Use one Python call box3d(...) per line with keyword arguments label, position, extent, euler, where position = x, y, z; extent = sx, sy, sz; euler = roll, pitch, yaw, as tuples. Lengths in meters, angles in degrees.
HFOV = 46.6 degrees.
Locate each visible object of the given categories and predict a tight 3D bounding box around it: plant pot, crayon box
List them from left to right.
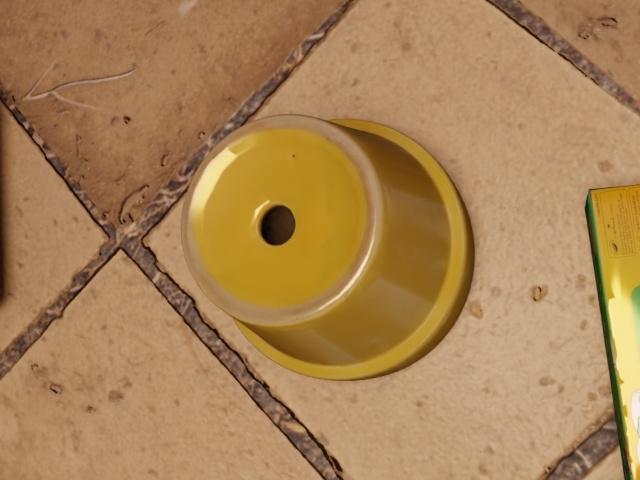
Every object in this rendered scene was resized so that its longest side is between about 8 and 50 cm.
box3d(label="plant pot", position=(0.000, 0.000, 0.664), extent=(0.253, 0.239, 0.254), euler=(-3, 81, 18))
box3d(label="crayon box", position=(0.330, 0.085, 0.632), extent=(0.165, 0.081, 0.279), euler=(-7, 80, 16))
